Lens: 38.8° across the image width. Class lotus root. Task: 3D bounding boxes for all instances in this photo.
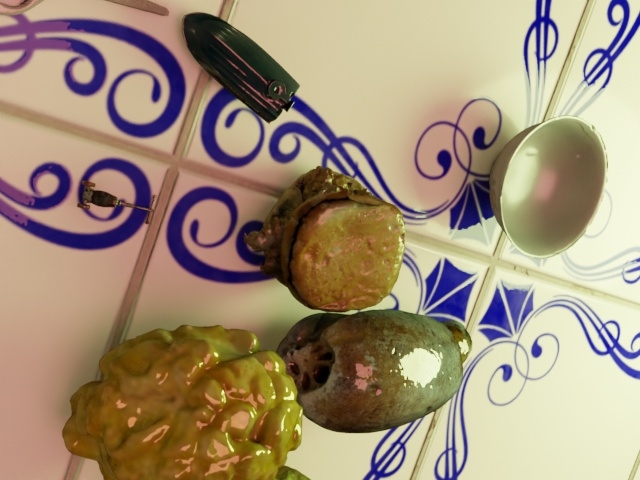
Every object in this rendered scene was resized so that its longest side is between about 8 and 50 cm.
[{"bbox_3d":[0.084,0.156,1.090,0.322,0.158,0.140,7,77,-48],"label":"lotus root"}]

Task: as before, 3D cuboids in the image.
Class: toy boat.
[{"bbox_3d":[-0.086,-0.183,0.932,0.141,0.060,0.055,39,83,-29],"label":"toy boat"}]

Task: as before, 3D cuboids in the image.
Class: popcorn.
[{"bbox_3d":[-0.135,0.186,0.934,0.235,0.181,0.217,-18,163,8],"label":"popcorn"}]

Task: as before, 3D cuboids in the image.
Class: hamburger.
[{"bbox_3d":[0.000,0.000,1.009,0.184,0.131,0.159,2,113,-27],"label":"hamburger"}]

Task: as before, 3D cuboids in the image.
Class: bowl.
[{"bbox_3d":[0.279,-0.078,1.187,0.189,0.086,0.189,-12,113,-29],"label":"bowl"}]

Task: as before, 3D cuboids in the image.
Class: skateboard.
[{"bbox_3d":[-0.192,-0.036,0.912,0.083,0.063,0.032,13,90,-47],"label":"skateboard"}]

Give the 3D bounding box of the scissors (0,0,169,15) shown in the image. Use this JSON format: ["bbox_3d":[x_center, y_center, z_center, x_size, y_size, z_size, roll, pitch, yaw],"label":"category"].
[{"bbox_3d":[-0.226,-0.241,0.849,0.189,0.015,0.100,10,101,-37],"label":"scissors"}]

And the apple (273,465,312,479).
[{"bbox_3d":[-0.084,0.350,0.994,0.246,0.226,0.246,-18,131,-23],"label":"apple"}]
